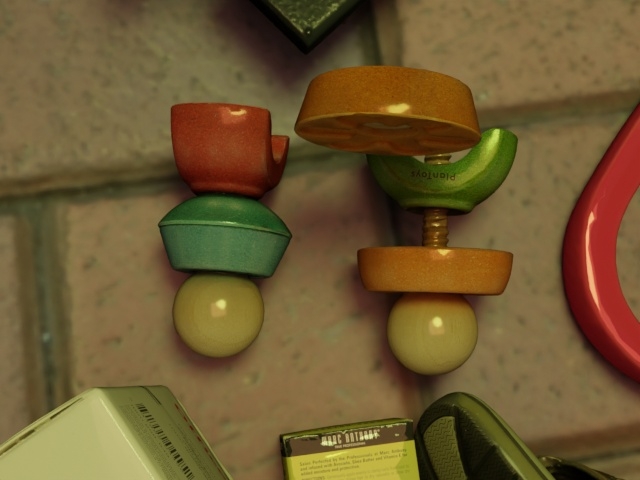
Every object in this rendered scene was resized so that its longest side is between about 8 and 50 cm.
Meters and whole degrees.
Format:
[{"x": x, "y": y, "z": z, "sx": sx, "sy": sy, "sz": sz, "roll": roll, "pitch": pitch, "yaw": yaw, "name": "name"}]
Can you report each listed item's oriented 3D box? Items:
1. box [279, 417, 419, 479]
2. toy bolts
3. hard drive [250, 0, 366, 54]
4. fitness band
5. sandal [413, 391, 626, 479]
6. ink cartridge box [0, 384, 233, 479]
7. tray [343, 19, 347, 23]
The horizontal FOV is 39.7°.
[{"x": 0.030, "y": 0.233, "z": 0.559, "sx": 0.087, "sy": 0.058, "sz": 0.232, "roll": -7, "pitch": 79, "yaw": -7, "name": "box"}, {"x": 0.000, "y": 0.000, "z": 0.544, "sx": 0.228, "sy": 0.218, "sz": 0.158, "roll": 3, "pitch": 84, "yaw": 14, "name": "toy bolts"}, {"x": 0.005, "y": -0.201, "z": 0.588, "sx": 0.135, "sy": 0.022, "sz": 0.094, "roll": -44, "pitch": 86, "yaw": -12, "name": "hard drive"}, {"x": 0.302, "y": -0.017, "z": 0.639, "sx": 0.209, "sy": 0.054, "sz": 0.291, "roll": 35, "pitch": 77, "yaw": 5, "name": "fitness band"}, {"x": 0.181, "y": 0.205, "z": 0.564, "sx": 0.303, "sy": 0.120, "sz": 0.086, "roll": 41, "pitch": 53, "yaw": 1, "name": "sandal"}, {"x": -0.092, "y": 0.165, "z": 0.480, "sx": 0.092, "sy": 0.218, "sz": 0.158, "roll": -35, "pitch": 83, "yaw": -5, "name": "ink cartridge box"}, {"x": -0.003, "y": -0.389, "z": 0.673, "sx": 0.203, "sy": 0.076, "sz": 0.411, "roll": 21, "pitch": 79, "yaw": -1, "name": "tray"}]
